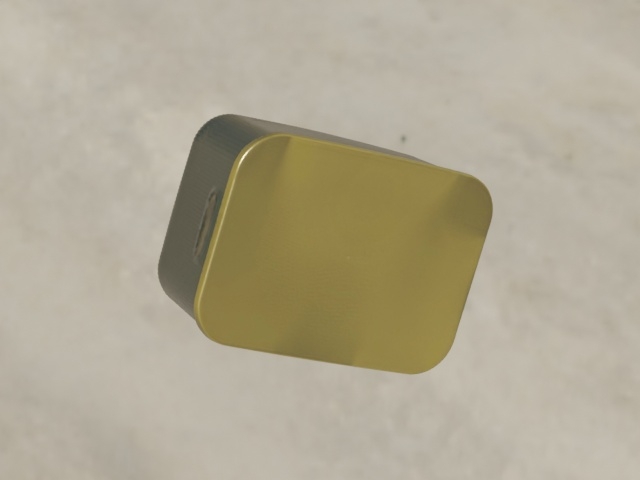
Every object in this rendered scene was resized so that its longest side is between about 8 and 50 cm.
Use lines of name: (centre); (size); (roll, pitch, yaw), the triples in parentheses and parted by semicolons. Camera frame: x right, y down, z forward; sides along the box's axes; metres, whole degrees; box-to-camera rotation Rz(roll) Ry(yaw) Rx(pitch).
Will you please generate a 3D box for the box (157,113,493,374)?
box: (0.000, 0.000, 1.253); (0.201, 0.144, 0.090); (10, 12, -30)
